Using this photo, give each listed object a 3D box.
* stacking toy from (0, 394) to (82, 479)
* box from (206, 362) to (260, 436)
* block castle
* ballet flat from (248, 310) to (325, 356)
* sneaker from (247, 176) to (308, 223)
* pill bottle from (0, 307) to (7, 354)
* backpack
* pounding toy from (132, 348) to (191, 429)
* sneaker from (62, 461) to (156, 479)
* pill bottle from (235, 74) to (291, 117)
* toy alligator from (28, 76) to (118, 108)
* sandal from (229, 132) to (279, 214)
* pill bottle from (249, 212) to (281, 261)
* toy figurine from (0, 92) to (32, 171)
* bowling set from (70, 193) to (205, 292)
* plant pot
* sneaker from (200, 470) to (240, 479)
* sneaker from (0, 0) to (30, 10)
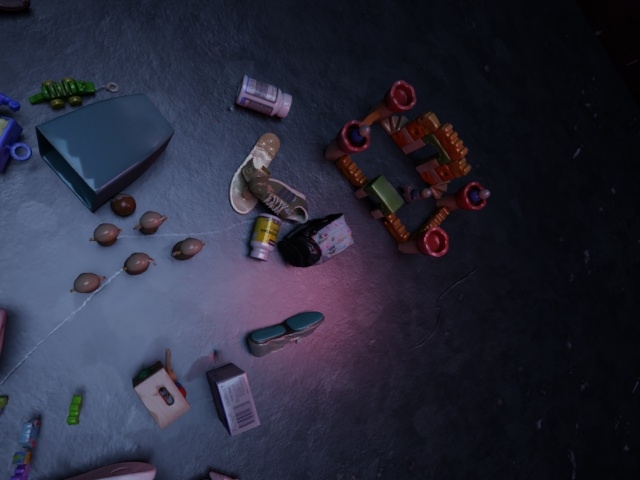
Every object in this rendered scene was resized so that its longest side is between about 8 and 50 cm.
[{"bbox_3d":[-0.578,0.420,0.851,0.167,0.052,0.221,4,64,-9],"label":"stacking toy"},{"bbox_3d":[-0.207,0.367,1.013,0.072,0.137,0.126,-15,90,-24],"label":"box"},{"bbox_3d":[0.264,-0.201,1.255,0.303,0.213,0.453,-44,102,-23],"label":"block castle"},{"bbox_3d":[-0.086,0.246,1.132,0.213,0.072,0.068,-15,118,-25],"label":"ballet flat"},{"bbox_3d":[-0.099,-0.097,1.115,0.192,0.064,0.086,18,47,-47],"label":"sneaker"},{"bbox_3d":[-0.739,0.188,0.763,0.283,0.160,0.160,11,79,-30],"label":"pill bottle"},{"bbox_3d":[0.000,0.000,1.160,0.182,0.152,0.115,-31,103,-37],"label":"backpack"},{"bbox_3d":[-0.348,0.319,0.958,0.100,0.130,0.141,-34,98,-24],"label":"pounding toy"},{"bbox_3d":[-0.466,0.563,0.894,0.256,0.094,0.150,-10,82,-16],"label":"sneaker"},{"bbox_3d":[-0.151,-0.381,1.160,0.137,0.078,0.078,15,78,-23],"label":"pill bottle"},{"bbox_3d":[-0.558,-0.344,0.983,0.190,0.051,0.056,-21,93,-25],"label":"toy alligator"},{"bbox_3d":[-0.165,-0.186,1.129,0.088,0.079,0.239,28,74,-20],"label":"sandal"},{"bbox_3d":[-0.146,-0.007,1.126,0.065,0.065,0.116,19,77,-22],"label":"pill bottle"},{"bbox_3d":[-0.694,-0.190,0.837,0.217,0.191,0.362,23,76,-26],"label":"toy figurine"},{"bbox_3d":[-0.425,-0.011,0.949,0.287,0.154,0.199,-25,95,-25],"label":"bowling set"},{"bbox_3d":[-0.458,-0.211,0.959,0.234,0.166,0.165,-45,103,-29],"label":"plant pot"},{"bbox_3d":[-0.283,0.642,0.986,0.132,0.086,0.228,33,63,-11],"label":"sneaker"},{"bbox_3d":[-0.685,-0.612,0.947,0.106,0.078,0.234,-5,90,-28],"label":"sneaker"}]
